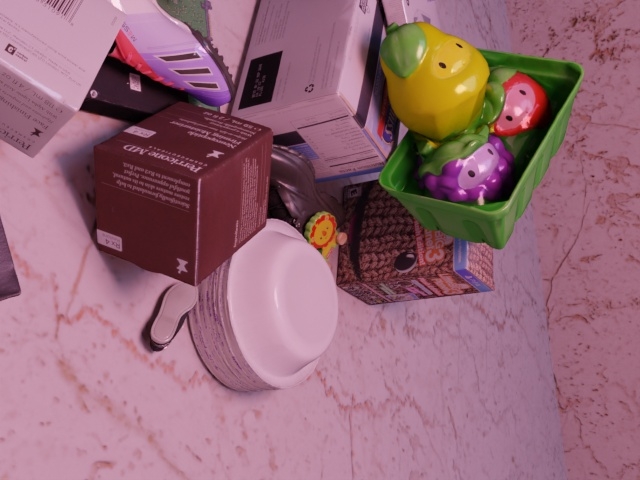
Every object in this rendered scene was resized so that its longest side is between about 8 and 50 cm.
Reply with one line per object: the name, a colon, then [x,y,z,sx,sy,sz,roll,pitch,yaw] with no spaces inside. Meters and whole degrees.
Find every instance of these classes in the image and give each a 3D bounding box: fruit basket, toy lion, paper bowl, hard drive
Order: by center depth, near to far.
hard drive: [-0.283,-0.295,1.187,0.339,0.064,0.237,4,79,-57]
paper bowl: [-0.076,0.104,1.333,0.284,0.148,0.284,22,63,-53]
fruit basket: [0.259,-0.220,1.393,0.392,0.283,0.392,-30,129,-46]
toy lion: [0.000,0.000,1.463,0.096,0.034,0.100,36,80,-49]

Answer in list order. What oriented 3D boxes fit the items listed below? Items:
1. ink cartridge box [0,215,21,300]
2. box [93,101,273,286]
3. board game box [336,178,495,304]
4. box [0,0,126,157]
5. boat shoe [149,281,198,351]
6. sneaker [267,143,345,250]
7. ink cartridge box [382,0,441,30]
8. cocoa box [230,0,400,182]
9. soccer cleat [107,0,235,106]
ink cartridge box: [-0.476,-0.049,0.813,0.303,0.072,0.307,-25,104,-58]
box: [-0.187,-0.072,1.131,0.203,0.168,0.167,-46,149,-53]
board game box: [0.198,-0.009,1.660,0.141,0.291,0.232,32,55,-50]
box: [-0.349,-0.228,0.917,0.181,0.119,0.182,33,48,-26]
boat shoe: [-0.221,0.113,1.201,0.046,0.038,0.125,23,45,-5]
sneaker: [-0.054,-0.067,1.460,0.286,0.109,0.130,45,54,-39]
ink cartridge box: [0.193,-0.374,1.557,0.223,0.045,0.224,-42,123,-59]
cocoa box: [0.013,-0.311,1.500,0.228,0.231,0.347,45,46,-46]
soccer cleat: [-0.242,-0.273,1.112,0.318,0.108,0.116,46,66,-45]
